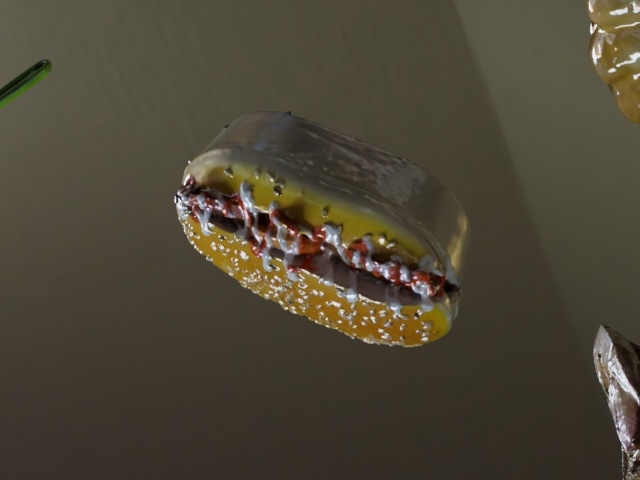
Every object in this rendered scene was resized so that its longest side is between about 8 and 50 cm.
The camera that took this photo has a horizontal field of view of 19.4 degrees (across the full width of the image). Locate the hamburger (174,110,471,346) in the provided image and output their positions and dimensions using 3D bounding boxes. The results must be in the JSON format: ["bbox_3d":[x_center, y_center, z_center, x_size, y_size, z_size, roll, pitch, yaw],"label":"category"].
[{"bbox_3d":[0.000,0.000,1.792,0.295,0.227,0.151,19,-117,13],"label":"hamburger"}]

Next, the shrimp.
[{"bbox_3d":[0.237,0.132,1.350,0.061,0.145,0.267,-21,-176,10],"label":"shrimp"}]

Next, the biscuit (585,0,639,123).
[{"bbox_3d":[0.385,-0.210,1.593,0.325,0.326,0.107,-26,-153,-4],"label":"biscuit"}]

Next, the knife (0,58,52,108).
[{"bbox_3d":[-0.343,-0.124,1.868,0.184,0.026,0.022,-35,-125,4],"label":"knife"}]
